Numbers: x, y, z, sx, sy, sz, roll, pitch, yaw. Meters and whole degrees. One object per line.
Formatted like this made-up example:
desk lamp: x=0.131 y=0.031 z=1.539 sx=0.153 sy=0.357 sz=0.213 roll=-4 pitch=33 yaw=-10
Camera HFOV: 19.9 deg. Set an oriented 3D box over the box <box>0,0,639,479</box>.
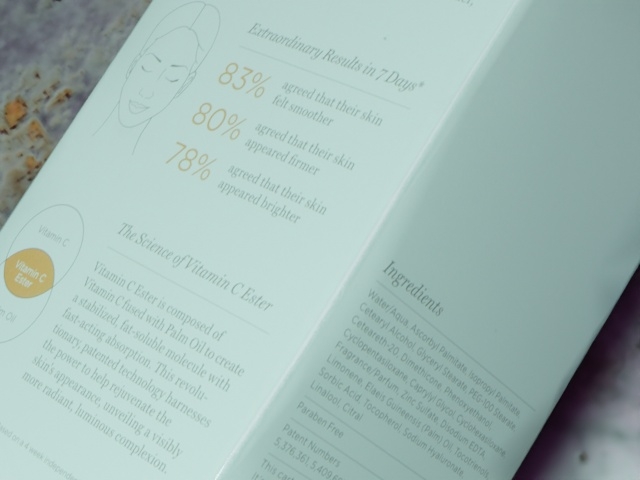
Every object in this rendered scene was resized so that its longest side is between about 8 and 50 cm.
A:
box: x=0.000 y=0.000 z=0.845 sx=0.215 sy=0.168 sz=0.345 roll=25 pitch=80 yaw=45
